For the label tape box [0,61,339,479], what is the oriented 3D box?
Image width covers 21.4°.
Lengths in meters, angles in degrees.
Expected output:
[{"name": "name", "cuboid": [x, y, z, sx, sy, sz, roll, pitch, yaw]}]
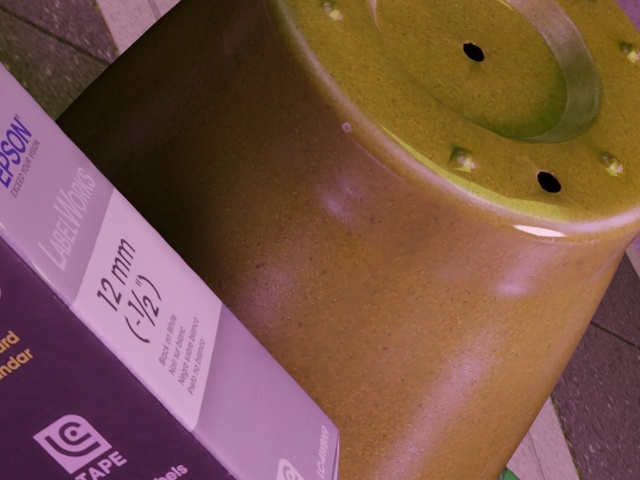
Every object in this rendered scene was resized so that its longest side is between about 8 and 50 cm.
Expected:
[{"name": "label tape box", "cuboid": [-0.194, 0.057, 0.738, 0.348, 0.249, 0.115, 48, 23, -23]}]

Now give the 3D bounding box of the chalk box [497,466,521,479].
[{"name": "chalk box", "cuboid": [0.108, 0.327, 1.120, 0.179, 0.180, 0.289, 44, 26, -30]}]

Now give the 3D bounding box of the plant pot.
[{"name": "plant pot", "cuboid": [0.000, 0.000, 0.926, 0.366, 0.353, 0.366, 19, 45, -20]}]
